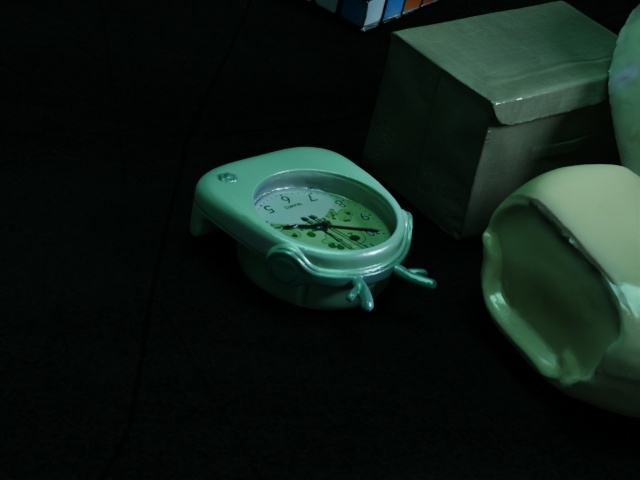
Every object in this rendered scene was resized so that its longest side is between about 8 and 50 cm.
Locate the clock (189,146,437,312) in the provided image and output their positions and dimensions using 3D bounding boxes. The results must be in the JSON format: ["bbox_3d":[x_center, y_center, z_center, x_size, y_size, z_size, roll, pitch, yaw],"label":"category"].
[{"bbox_3d":[0.000,0.000,1.501,0.159,0.066,0.211,-15,42,-36],"label":"clock"}]

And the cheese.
[{"bbox_3d":[0.267,0.040,1.476,0.233,0.127,0.266,-7,39,-33],"label":"cheese"}]

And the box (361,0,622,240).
[{"bbox_3d":[0.184,-0.118,1.670,0.231,0.149,0.155,-17,42,-37],"label":"box"}]

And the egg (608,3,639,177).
[{"bbox_3d":[0.443,-0.137,1.604,0.337,0.201,0.337,10,69,-28],"label":"egg"}]

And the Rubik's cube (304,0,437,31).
[{"bbox_3d":[0.051,-0.347,1.977,0.151,0.154,0.155,30,36,27],"label":"Rubik's cube"}]
